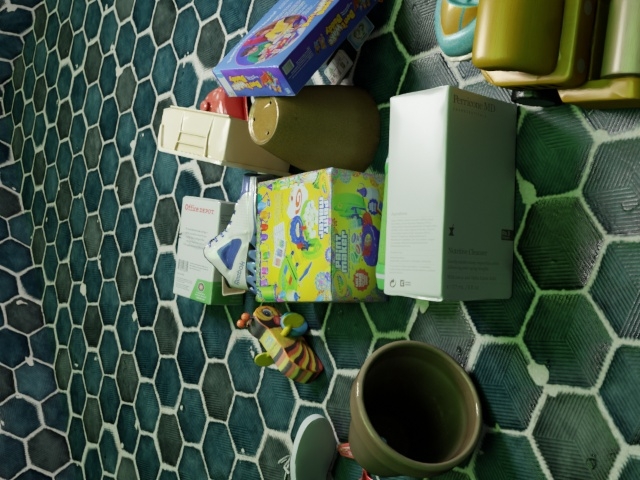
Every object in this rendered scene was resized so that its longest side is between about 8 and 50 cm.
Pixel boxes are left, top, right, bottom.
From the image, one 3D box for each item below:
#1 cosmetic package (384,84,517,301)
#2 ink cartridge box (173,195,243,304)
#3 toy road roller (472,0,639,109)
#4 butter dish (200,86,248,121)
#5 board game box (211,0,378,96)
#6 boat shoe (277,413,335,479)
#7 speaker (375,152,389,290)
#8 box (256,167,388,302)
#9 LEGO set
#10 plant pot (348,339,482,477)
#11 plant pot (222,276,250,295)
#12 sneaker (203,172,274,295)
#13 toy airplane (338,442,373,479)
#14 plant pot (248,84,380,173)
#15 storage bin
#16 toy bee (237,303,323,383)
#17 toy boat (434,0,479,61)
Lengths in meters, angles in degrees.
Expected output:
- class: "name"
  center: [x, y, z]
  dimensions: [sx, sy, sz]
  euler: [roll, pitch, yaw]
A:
- class: "cosmetic package"
  center: [0.250, -0.082, 1.478]
  dimensions: [0.156, 0.217, 0.385]
  euler: [2, 91, 50]
- class: "ink cartridge box"
  center: [-0.308, 0.026, 2.210]
  dimensions: [0.211, 0.121, 0.289]
  euler: [11, 95, 51]
- class: "toy road roller"
  center: [0.403, -0.336, 1.289]
  dimensions: [0.329, 0.240, 0.203]
  euler: [9, 94, 50]
- class: "butter dish"
  center: [-0.291, -0.377, 2.228]
  dimensions: [0.159, 0.118, 0.160]
  euler: [-17, 73, 48]
- class: "board game box"
  center: [-0.055, -0.469, 1.761]
  dimensions: [0.233, 0.078, 0.347]
  euler: [10, 54, 45]
- class: "boat shoe"
  center: [-0.037, 0.543, 1.851]
  dimensions: [0.105, 0.113, 0.307]
  euler: [30, 125, 54]
- class: "speaker"
  center: [0.187, -0.041, 1.617]
  dimensions: [0.131, 0.131, 0.297]
  euler: [6, 91, 50]
- class: "box"
  center: [0.000, 0.000, 1.798]
  dimensions: [0.279, 0.177, 0.290]
  euler: [-5, 82, 50]
- class: "LEGO set"
  center: [0.063, -0.530, 1.890]
  dimensions: [0.182, 0.060, 0.244]
  euler: [56, 129, 22]
- class: "plant pot"
  center: [0.158, 0.364, 1.550]
  dimensions: [0.229, 0.262, 0.263]
  euler: [119, 137, -52]
- class: "plant pot"
  center: [-0.197, 0.091, 2.090]
  dimensions: [0.109, 0.096, 0.109]
  euler: [-11, 79, 49]
- class: "sneaker"
  center: [-0.209, -0.012, 1.952]
  dimensions: [0.182, 0.127, 0.316]
  euler: [2, 95, 24]
- class: "toy airplane"
  center: [0.098, 0.502, 1.751]
  dimensions: [0.151, 0.028, 0.151]
  euler: [-6, 83, 51]
- class: "plant pot"
  center: [-0.032, -0.266, 1.802]
  dimensions: [0.237, 0.254, 0.237]
  euler: [-8, 80, 50]
- class: "storage bin"
  center: [-0.243, -0.258, 2.013]
  dimensions: [0.260, 0.262, 0.123]
  euler: [16, 97, 38]
- class: "toy bee"
  center: [-0.126, 0.236, 1.944]
  dimensions: [0.298, 0.162, 0.195]
  euler: [37, 116, 46]
- class: "toy boat"
  center: [0.265, -0.508, 1.545]
  dimensions: [0.318, 0.148, 0.268]
  euler: [43, 119, 43]
